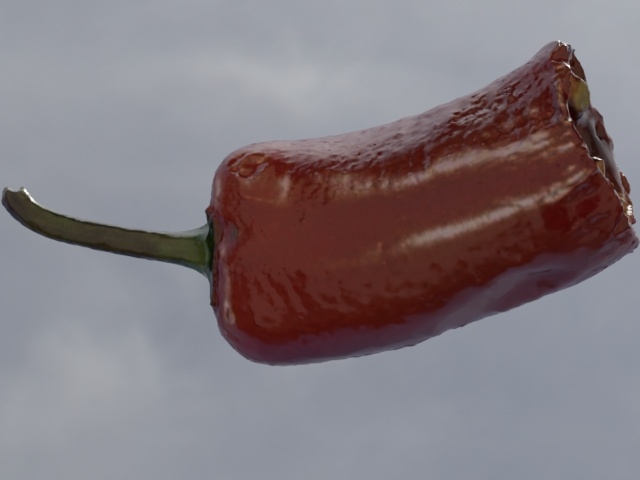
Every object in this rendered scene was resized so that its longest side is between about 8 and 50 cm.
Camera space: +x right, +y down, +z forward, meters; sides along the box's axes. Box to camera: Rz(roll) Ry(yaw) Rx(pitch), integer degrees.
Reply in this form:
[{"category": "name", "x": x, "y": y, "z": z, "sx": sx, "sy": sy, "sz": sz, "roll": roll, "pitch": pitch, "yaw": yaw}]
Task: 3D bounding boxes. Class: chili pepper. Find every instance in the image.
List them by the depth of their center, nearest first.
[{"category": "chili pepper", "x": 0.001, "y": 0.005, "z": 1.085, "sx": 0.338, "sy": 0.131, "sz": 0.134, "roll": -17, "pitch": -130, "yaw": 12}]
